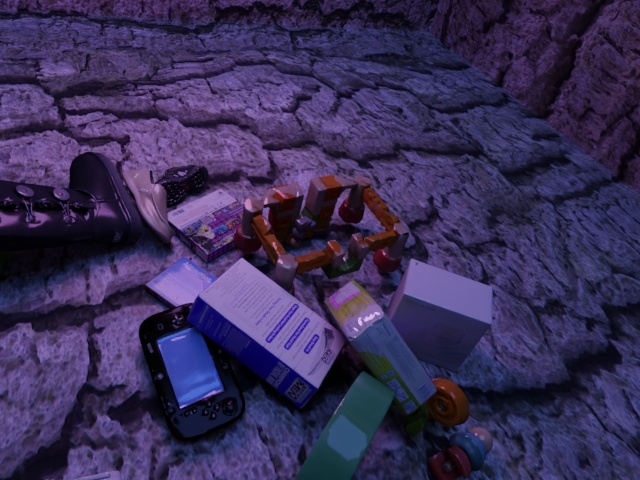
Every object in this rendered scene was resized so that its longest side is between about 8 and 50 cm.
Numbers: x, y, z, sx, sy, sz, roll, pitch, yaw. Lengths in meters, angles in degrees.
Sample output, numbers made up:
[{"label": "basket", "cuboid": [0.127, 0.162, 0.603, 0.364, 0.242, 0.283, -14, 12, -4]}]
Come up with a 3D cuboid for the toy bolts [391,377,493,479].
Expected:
[{"label": "toy bolts", "cuboid": [0.310, 0.403, 1.085, 0.158, 0.218, 0.229, -15, 68, -38]}]

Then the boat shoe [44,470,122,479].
[{"label": "boat shoe", "cuboid": [-0.483, 0.467, 0.842, 0.258, 0.095, 0.084, 4, 38, -29]}]

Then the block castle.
[{"label": "block castle", "cuboid": [0.000, 0.000, 1.400, 0.453, 0.213, 0.303, -16, 55, -28]}]

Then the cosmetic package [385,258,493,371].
[{"label": "cosmetic package", "cuboid": [0.299, 0.199, 1.262, 0.224, 0.225, 0.138, 19, 42, 4]}]

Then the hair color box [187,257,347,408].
[{"label": "hair color box", "cuboid": [-0.121, 0.213, 1.146, 0.338, 0.110, 0.185, 36, 37, 6]}]

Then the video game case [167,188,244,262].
[{"label": "video game case", "cuboid": [-0.326, -0.053, 1.472, 0.210, 0.042, 0.232, 36, 46, 22]}]

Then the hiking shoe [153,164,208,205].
[{"label": "hiking shoe", "cuboid": [-0.477, -0.181, 1.548, 0.226, 0.086, 0.114, -31, 37, -34]}]

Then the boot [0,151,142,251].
[{"label": "boot", "cuboid": [-0.741, -0.119, 1.235, 0.445, 0.146, 0.367, -6, 44, -50]}]

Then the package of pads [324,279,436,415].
[{"label": "package of pads", "cuboid": [0.125, 0.223, 1.094, 0.101, 0.229, 0.296, -36, 14, -3]}]

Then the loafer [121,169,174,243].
[{"label": "loafer", "cuboid": [-0.483, -0.112, 1.385, 0.092, 0.102, 0.269, -30, 71, -14]}]

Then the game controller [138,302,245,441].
[{"label": "game controller", "cuboid": [-0.296, 0.287, 1.088, 0.166, 0.067, 0.319, -13, 53, -30]}]

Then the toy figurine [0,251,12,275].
[{"label": "toy figurine", "cuboid": [-0.883, 0.020, 1.195, 0.159, 0.130, 0.173, -5, 69, -3]}]

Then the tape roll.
[{"label": "tape roll", "cuboid": [0.029, 0.402, 0.888, 0.077, 0.321, 0.321, 29, 43, 14]}]

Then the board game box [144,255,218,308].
[{"label": "board game box", "cuboid": [-0.307, 0.157, 1.265, 0.281, 0.027, 0.145, 31, 46, 16]}]
